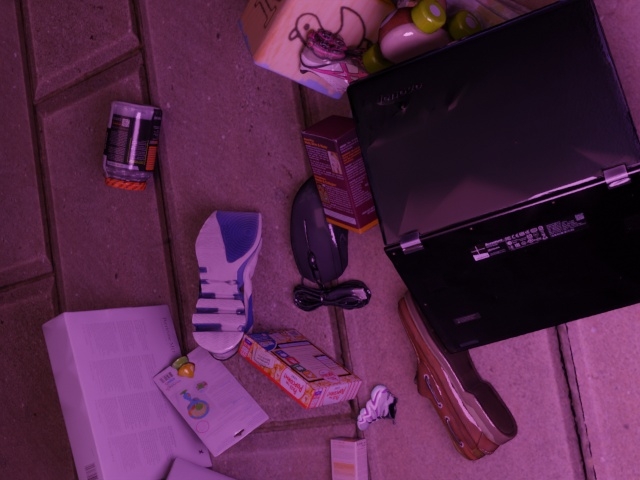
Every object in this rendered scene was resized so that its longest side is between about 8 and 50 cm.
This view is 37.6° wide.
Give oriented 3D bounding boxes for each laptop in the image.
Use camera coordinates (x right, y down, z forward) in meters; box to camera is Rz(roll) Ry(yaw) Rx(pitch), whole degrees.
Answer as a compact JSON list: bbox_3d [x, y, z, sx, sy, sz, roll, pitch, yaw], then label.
[{"bbox_3d":[0.292,-0.081,1.409,0.382,0.408,0.236,-18,39,20],"label":"laptop"}]

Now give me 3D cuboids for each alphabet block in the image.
[{"bbox_3d":[-0.011,-0.404,1.685,0.197,0.192,0.193,-57,32,26],"label":"alphabet block"}]

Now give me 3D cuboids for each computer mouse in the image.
[{"bbox_3d":[0.000,0.000,1.788,0.189,0.072,0.272,-5,87,40],"label":"computer mouse"}]

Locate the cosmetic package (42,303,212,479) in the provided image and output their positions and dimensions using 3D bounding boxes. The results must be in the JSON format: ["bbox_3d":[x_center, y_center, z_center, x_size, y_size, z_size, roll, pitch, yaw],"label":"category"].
[{"bbox_3d":[-0.406,0.331,1.986,0.097,0.284,0.377,-29,72,38],"label":"cosmetic package"}]

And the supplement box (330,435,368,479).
[{"bbox_3d":[0.055,0.422,1.768,0.062,0.036,0.098,-3,89,39],"label":"supplement box"}]

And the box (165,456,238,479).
[{"bbox_3d":[-0.265,0.650,1.889,0.215,0.168,0.345,22,108,-4],"label":"box"}]

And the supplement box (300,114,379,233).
[{"bbox_3d":[0.047,-0.119,1.670,0.104,0.081,0.188,21,135,50],"label":"supplement box"}]

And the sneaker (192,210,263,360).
[{"bbox_3d":[-0.193,0.106,1.897,0.128,0.182,0.315,6,63,0],"label":"sneaker"}]

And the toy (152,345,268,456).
[{"bbox_3d":[-0.230,0.339,1.970,0.237,0.137,0.056,45,157,28],"label":"toy"}]

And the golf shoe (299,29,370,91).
[{"bbox_3d":[0.054,-0.289,1.609,0.186,0.067,0.086,24,132,-2],"label":"golf shoe"}]

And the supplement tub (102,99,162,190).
[{"bbox_3d":[-0.425,-0.213,2.105,0.117,0.117,0.190,17,100,38],"label":"supplement tub"}]

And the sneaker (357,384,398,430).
[{"bbox_3d":[0.110,0.321,1.721,0.069,0.038,0.098,36,113,34],"label":"sneaker"}]

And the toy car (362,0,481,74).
[{"bbox_3d":[0.151,-0.374,1.524,0.155,0.149,0.188,-36,54,46],"label":"toy car"}]

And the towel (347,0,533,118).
[{"bbox_3d":[0.220,-0.250,1.601,0.320,0.090,0.374,42,115,35],"label":"towel"}]

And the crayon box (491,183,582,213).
[{"bbox_3d":[0.290,-0.142,1.446,0.323,0.083,0.203,-17,100,21],"label":"crayon box"}]

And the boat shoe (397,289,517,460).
[{"bbox_3d":[0.204,0.229,1.598,0.104,0.111,0.307,-43,65,30],"label":"boat shoe"}]

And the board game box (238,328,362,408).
[{"bbox_3d":[-0.038,0.238,1.773,0.193,0.147,0.045,34,111,35],"label":"board game box"}]
